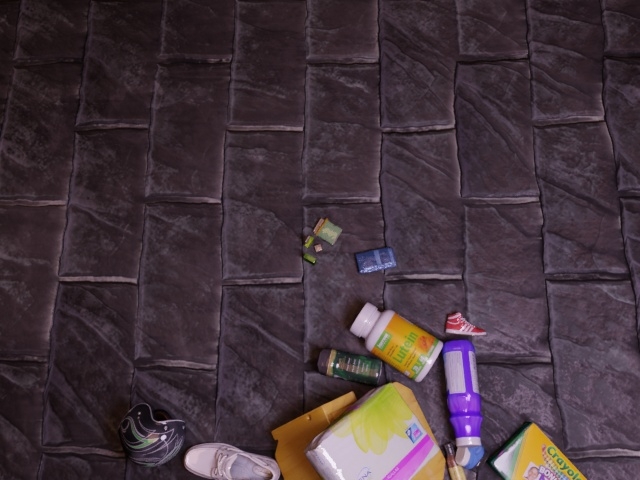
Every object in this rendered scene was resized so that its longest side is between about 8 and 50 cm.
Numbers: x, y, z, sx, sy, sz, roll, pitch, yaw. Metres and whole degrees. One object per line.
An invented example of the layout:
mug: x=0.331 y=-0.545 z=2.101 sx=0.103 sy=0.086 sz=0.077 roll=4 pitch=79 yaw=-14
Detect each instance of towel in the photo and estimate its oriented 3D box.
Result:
towel: x=0.167 y=0.059 z=1.924 sx=0.119 sy=0.029 sz=0.067 roll=-11 pitch=75 yaw=-1

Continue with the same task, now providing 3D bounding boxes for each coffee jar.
coffee jar: x=0.081 y=0.362 z=1.814 sx=0.184 sy=0.096 sz=0.079 roll=12 pitch=73 yaw=4

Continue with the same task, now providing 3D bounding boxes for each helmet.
helmet: x=-0.462 y=0.543 z=1.753 sx=0.161 sy=0.169 sz=0.169 roll=37 pitch=79 yaw=27

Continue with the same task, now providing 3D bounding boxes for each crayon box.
crayon box: x=0.613 y=0.657 z=1.726 sx=0.165 sy=0.081 sz=0.278 roll=-41 pitch=78 yaw=-8

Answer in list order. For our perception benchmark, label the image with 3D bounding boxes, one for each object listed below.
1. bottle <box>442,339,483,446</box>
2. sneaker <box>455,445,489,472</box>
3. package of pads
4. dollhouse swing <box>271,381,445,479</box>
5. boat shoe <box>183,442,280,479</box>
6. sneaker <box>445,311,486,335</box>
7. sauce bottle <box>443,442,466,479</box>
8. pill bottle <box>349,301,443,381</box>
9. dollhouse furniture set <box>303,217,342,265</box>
bottle: x=0.396 y=0.424 z=1.756 sx=0.092 sy=0.118 sz=0.283 roll=-8 pitch=65 yaw=15
sneaker: x=0.434 y=0.570 z=1.771 sx=0.084 sy=0.058 sz=0.152 roll=33 pitch=55 yaw=-15
package of pads: x=0.129 y=0.525 z=1.595 sx=0.296 sy=0.101 sz=0.229 roll=-32 pitch=83 yaw=-35
dollhouse swing: x=0.112 y=0.608 z=1.769 sx=0.315 sy=0.305 sz=0.347 roll=-36 pitch=73 yaw=36
boat shoe: x=-0.250 y=0.622 z=1.757 sx=0.277 sy=0.096 sz=0.098 roll=6 pitch=76 yaw=4
sneaker: x=0.429 y=0.246 z=1.860 sx=0.118 sy=0.042 sz=0.067 roll=5 pitch=79 yaw=5
sauce bottle: x=0.375 y=0.631 z=1.762 sx=0.042 sy=0.042 sz=0.128 roll=-13 pitch=76 yaw=-2
pill bottle: x=0.212 y=0.283 z=1.809 sx=0.245 sy=0.136 sz=0.136 roll=32 pitch=79 yaw=10
dollhouse furniture set: x=0.000 y=0.000 z=1.930 sx=0.076 sy=0.058 sz=0.152 roll=30 pitch=79 yaw=9
